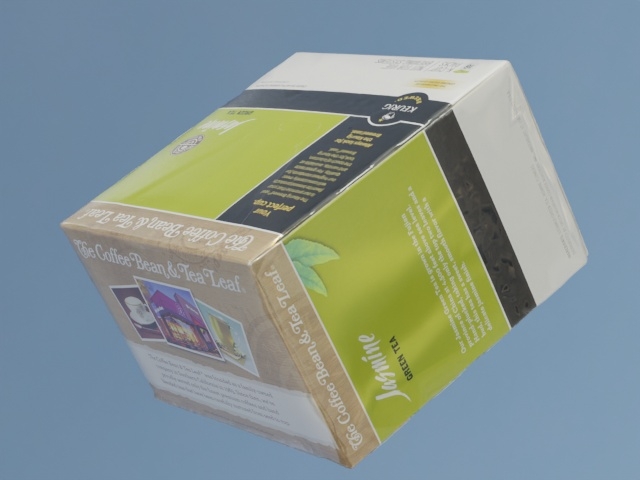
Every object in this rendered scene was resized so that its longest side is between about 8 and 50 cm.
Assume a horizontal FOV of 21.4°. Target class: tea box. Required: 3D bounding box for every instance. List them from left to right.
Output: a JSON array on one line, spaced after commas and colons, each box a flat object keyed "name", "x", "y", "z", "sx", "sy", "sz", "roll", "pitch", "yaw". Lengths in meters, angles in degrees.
[{"name": "tea box", "x": 0.000, "y": 0.000, "z": 1.546, "sx": 0.323, "sy": 0.329, "sz": 0.220, "roll": -37, "pitch": -64, "yaw": -26}]
